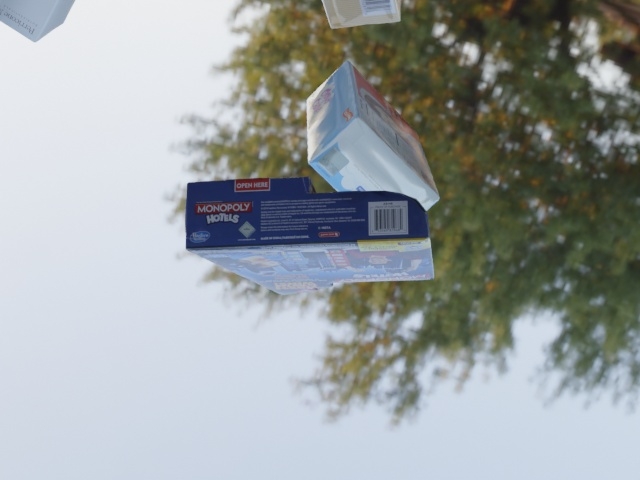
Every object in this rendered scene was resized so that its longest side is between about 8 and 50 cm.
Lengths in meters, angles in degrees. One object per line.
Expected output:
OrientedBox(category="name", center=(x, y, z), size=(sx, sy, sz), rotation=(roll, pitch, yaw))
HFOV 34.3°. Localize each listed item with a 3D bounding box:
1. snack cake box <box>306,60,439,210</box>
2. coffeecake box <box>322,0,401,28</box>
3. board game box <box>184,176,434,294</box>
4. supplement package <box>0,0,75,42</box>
OrientedBox(category="snack cake box", center=(0.062, -0.126, 1.375), size=(0.152, 0.089, 0.264), rotation=(42, -163, -17))
OrientedBox(category="coffeecake box", center=(0.034, -0.306, 0.918), size=(0.068, 0.142, 0.185), rotation=(-3, -125, 15))
OrientedBox(category="board game box", center=(0.000, 0.000, 0.903), size=(0.194, 0.060, 0.194), rotation=(-2, 166, 6))
OrientedBox(category="supplement package", center=(-0.319, -0.339, 1.199), size=(0.105, 0.179, 0.105), rotation=(31, -157, -10))
